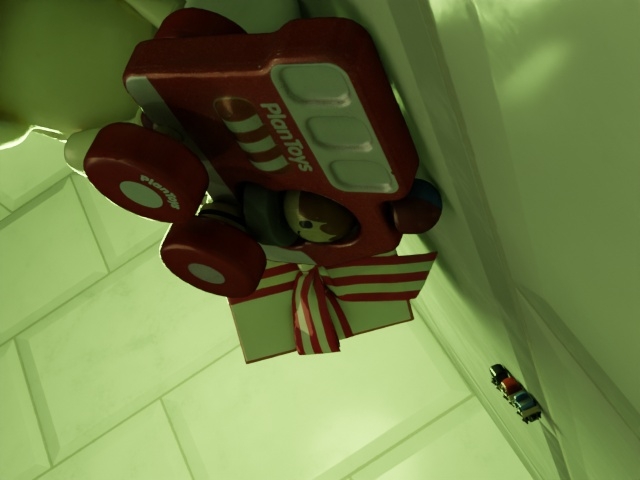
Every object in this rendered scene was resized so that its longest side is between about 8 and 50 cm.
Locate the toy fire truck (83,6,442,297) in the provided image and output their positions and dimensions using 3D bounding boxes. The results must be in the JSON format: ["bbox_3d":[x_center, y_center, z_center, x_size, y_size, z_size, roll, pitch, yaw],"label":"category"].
[{"bbox_3d":[-0.032,-0.064,0.697,0.254,0.169,0.302,6,149,28],"label":"toy fire truck"}]

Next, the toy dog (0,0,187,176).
[{"bbox_3d":[-0.262,-0.191,1.010,0.408,0.284,0.395,12,172,-21],"label":"toy dog"}]

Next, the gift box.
[{"bbox_3d":[0.000,0.000,1.075,0.258,0.276,0.255,-72,-38,-84],"label":"gift box"}]

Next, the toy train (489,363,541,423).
[{"bbox_3d":[0.258,0.201,1.066,0.158,0.027,0.036,-117,4,-77],"label":"toy train"}]

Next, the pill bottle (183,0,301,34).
[{"bbox_3d":[-0.068,-0.173,0.852,0.117,0.117,0.215,57,171,26],"label":"pill bottle"}]
